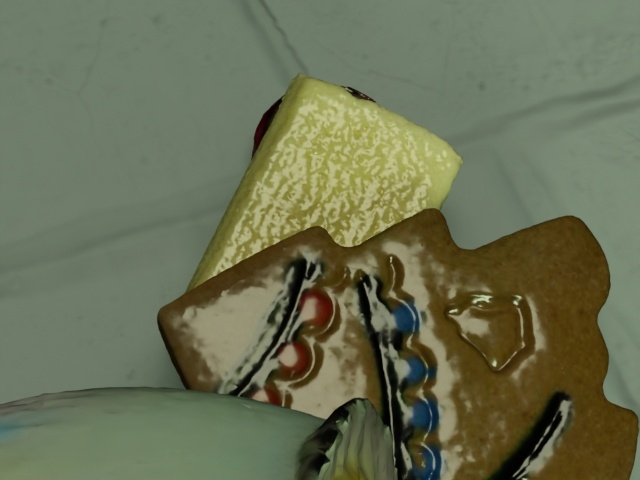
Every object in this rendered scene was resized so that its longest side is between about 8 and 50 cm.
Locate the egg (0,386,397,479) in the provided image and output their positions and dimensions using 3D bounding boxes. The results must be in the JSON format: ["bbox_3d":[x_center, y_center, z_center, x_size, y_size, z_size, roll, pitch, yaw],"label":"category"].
[{"bbox_3d":[-0.143,0.242,0.880,0.340,0.354,0.354,0,55,13],"label":"egg"}]

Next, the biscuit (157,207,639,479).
[{"bbox_3d":[0.046,0.095,1.107,0.301,0.043,0.278,14,74,-9],"label":"biscuit"}]

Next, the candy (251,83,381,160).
[{"bbox_3d":[0.004,-0.059,1.264,0.103,0.043,0.103,3,56,-5],"label":"candy"}]

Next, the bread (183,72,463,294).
[{"bbox_3d":[0.001,-0.001,1.180,0.125,0.068,0.188,27,74,-4],"label":"bread"}]
